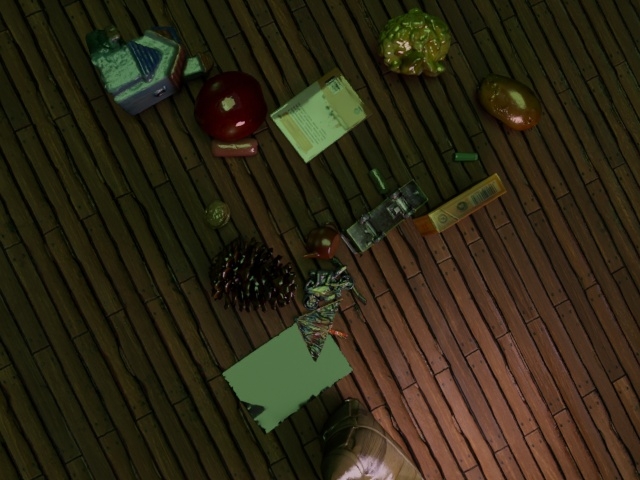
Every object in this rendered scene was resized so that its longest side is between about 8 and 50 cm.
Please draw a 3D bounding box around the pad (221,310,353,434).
[{"bbox_3d":[-0.105,0.434,1.864,0.367,0.007,0.248,-35,90,-8],"label":"pad"}]

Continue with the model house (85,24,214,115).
[{"bbox_3d":[-0.507,-0.566,1.736,0.329,0.295,0.252,-21,93,-5],"label":"model house"}]

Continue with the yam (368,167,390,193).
[{"bbox_3d":[0.201,-0.202,1.924,0.043,0.043,0.094,-28,88,-8],"label":"yam"}]

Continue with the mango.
[{"bbox_3d":[0.660,-0.486,1.959,0.248,0.151,0.156,37,51,3],"label":"mango"}]

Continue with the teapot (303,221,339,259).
[{"bbox_3d":[0.000,0.000,1.862,0.116,0.116,0.173,32,57,-4],"label":"teapot"}]

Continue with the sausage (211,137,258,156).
[{"bbox_3d":[-0.284,-0.310,1.863,0.154,0.062,0.062,-2,86,-6],"label":"sausage"}]

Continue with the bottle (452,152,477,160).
[{"bbox_3d":[0.508,-0.293,1.973,0.083,0.030,0.030,-1,86,-8],"label":"bottle"}]

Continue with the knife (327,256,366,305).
[{"bbox_3d":[0.090,0.126,1.898,0.045,0.021,0.222,-41,89,8],"label":"knife"}]

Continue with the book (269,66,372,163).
[{"bbox_3d":[0.003,-0.430,1.926,0.295,0.020,0.208,-37,91,-8],"label":"book"}]

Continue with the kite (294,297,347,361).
[{"bbox_3d":[0.003,0.288,1.879,0.189,0.009,0.232,21,84,-5],"label":"kite"}]

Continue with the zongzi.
[{"bbox_3d":[0.182,0.763,1.653,0.218,0.467,0.500,-42,93,14],"label":"zongzi"}]

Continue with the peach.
[{"bbox_3d":[-0.293,-0.435,1.799,0.243,0.200,0.244,2,55,-3],"label":"peach"}]

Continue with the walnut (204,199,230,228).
[{"bbox_3d":[-0.336,-0.083,1.833,0.082,0.079,0.096,15,85,-4],"label":"walnut"}]

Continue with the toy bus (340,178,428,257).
[{"bbox_3d":[0.209,-0.075,1.874,0.301,0.139,0.113,-37,91,-16],"label":"toy bus"}]

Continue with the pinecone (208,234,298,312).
[{"bbox_3d":[-0.204,0.115,1.762,0.292,0.246,0.247,17,84,-16],"label":"pinecone"}]

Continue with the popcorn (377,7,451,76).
[{"bbox_3d":[0.324,-0.647,1.895,0.237,0.205,0.252,-46,110,-23],"label":"popcorn"}]

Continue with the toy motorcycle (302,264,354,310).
[{"bbox_3d":[0.012,0.142,1.867,0.193,0.061,0.124,-30,96,2],"label":"toy motorcycle"}]

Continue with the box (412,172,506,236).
[{"bbox_3d":[0.461,-0.115,1.883,0.274,0.174,0.076,-31,89,-9],"label":"box"}]
